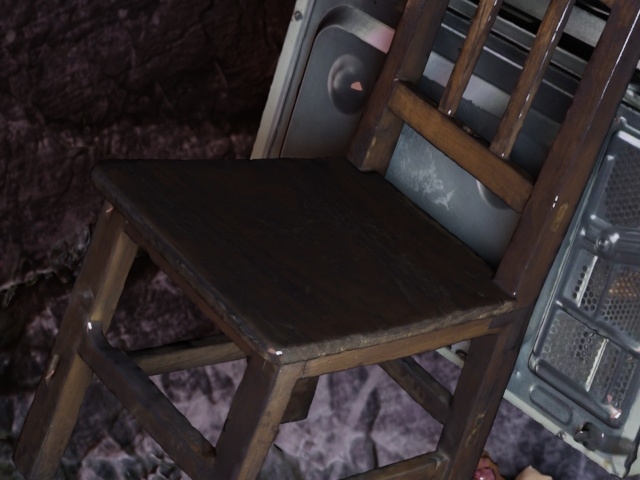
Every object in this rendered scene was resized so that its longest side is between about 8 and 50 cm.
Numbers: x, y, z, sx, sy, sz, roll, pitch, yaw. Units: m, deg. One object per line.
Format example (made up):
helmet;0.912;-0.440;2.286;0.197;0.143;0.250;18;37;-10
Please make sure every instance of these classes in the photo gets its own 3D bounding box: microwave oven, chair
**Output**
microwave oven;0.198;-0.049;1.293;0.394;0.333;0.247;34;114;39
chair;0.000;0.000;1.089;0.203;0.241;0.416;43;126;40

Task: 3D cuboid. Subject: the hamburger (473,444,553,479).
hamburger;0.162;0.336;1.457;0.155;0.245;0.282;-12;131;25
